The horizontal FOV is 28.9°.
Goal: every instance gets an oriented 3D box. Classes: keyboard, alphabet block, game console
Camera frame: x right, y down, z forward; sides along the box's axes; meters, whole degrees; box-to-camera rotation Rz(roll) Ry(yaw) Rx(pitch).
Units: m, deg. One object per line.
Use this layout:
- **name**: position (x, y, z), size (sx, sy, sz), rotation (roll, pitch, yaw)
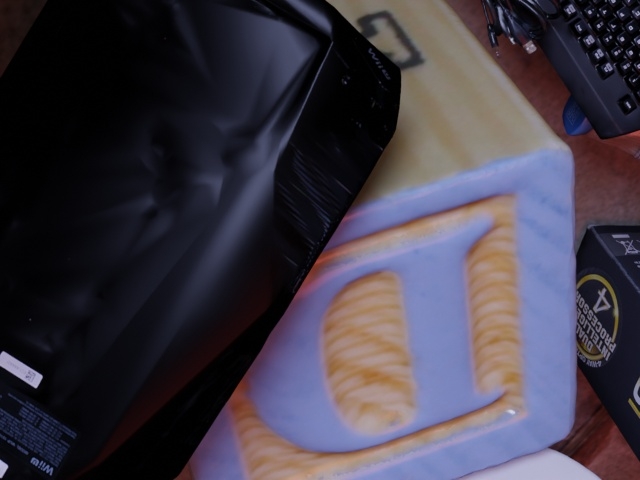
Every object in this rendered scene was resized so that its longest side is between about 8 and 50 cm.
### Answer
- **keyboard**: position (0.110, -0.134, 0.582), size (0.100, 0.038, 0.192), rotation (-35, 93, -13)
- **alphabet block**: position (0.000, 0.000, 0.621), size (0.193, 0.197, 0.192), rotation (-16, 129, -9)
- **game console**: position (-0.165, -0.068, 0.475), size (0.361, 0.044, 0.213), rotation (33, 91, 6)

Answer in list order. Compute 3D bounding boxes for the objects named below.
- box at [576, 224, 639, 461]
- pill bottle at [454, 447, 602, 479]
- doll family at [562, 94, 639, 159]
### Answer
- **box**: position (0.388, 0.114, 0.777), size (0.394, 0.318, 0.097), rotation (0, 126, -22)
- **pill bottle**: position (0.079, 0.254, 0.760), size (0.210, 0.210, 0.363), rotation (-16, 155, -9)
- **doll family**: position (0.246, -0.135, 0.675), size (0.163, 0.118, 0.263), rotation (22, 113, -13)
